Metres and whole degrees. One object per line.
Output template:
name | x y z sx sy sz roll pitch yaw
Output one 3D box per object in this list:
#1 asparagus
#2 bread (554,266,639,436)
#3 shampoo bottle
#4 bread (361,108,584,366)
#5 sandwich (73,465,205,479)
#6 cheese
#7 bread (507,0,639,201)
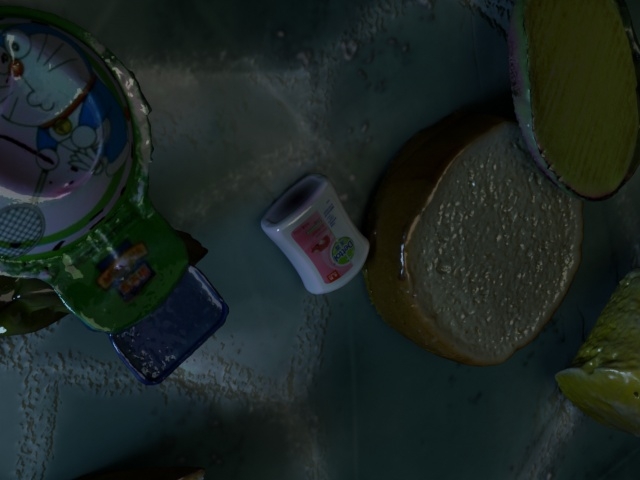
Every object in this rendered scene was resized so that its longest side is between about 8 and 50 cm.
asparagus | -0.218 0.031 1.223 0.287 0.080 0.080 -13 111 -25
bread | 0.345 0.118 1.575 0.197 0.197 0.170 35 71 -36
shampoo bottle | 0.000 0.000 1.377 0.072 0.043 0.099 -43 123 -15
bread | 0.142 -0.002 1.458 0.236 0.070 0.236 -12 111 -32
sandwich | -0.208 0.262 1.288 0.258 0.096 0.094 -25 111 -24
cheese | -0.190 -0.040 1.171 0.204 0.083 0.320 -44 103 -26
bread | 0.234 -0.146 1.452 0.228 0.033 0.228 8 80 -49
